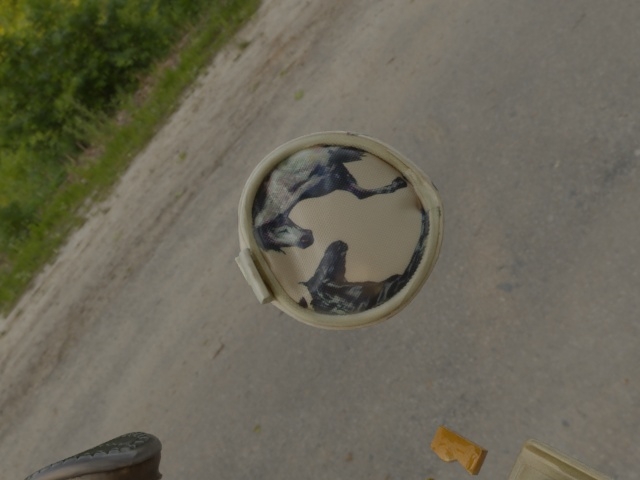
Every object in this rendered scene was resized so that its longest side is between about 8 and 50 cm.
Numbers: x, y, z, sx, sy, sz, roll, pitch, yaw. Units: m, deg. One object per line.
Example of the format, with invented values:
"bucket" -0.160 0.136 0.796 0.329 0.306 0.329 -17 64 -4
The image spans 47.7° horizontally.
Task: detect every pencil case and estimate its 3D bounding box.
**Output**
"pencil case" 0.000 0.000 0.737 0.183 0.160 0.410 -37 0 -4

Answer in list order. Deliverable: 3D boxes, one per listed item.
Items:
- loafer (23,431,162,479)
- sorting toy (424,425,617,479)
"loafer" -0.322 0.351 0.908 0.366 0.130 0.134 -32 -12 26
"sorting toy" 0.222 0.335 0.766 0.307 0.041 0.229 23 87 38
